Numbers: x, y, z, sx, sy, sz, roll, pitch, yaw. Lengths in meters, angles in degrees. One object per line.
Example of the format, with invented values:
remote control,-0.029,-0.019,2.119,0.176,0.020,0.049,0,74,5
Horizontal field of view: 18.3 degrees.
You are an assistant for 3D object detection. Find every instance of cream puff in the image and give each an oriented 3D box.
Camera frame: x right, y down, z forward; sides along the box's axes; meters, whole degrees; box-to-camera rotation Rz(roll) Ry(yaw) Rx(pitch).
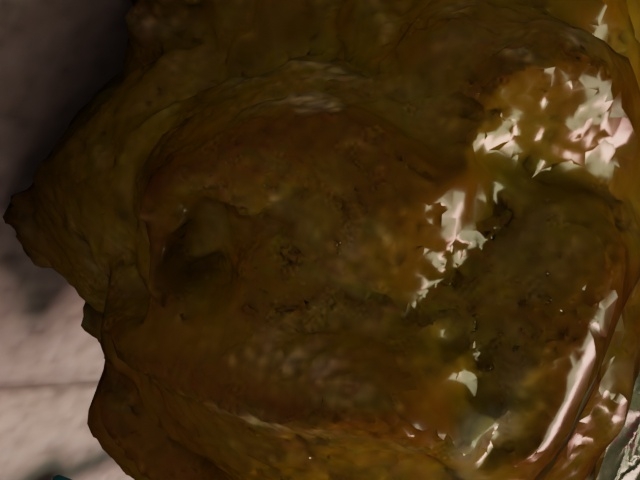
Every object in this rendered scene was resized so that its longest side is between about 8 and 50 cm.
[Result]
cream puff,0.017,-0.002,0.598,0.244,0.196,0.244,-52,162,-24

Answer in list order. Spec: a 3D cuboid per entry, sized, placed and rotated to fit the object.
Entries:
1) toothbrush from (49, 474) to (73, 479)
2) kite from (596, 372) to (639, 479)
toothbrush,-0.020,0.079,0.875,0.418,0.040,0.042,-22,131,-63
kite,0.090,0.057,0.940,0.250,0.229,0.012,-40,-163,-13
